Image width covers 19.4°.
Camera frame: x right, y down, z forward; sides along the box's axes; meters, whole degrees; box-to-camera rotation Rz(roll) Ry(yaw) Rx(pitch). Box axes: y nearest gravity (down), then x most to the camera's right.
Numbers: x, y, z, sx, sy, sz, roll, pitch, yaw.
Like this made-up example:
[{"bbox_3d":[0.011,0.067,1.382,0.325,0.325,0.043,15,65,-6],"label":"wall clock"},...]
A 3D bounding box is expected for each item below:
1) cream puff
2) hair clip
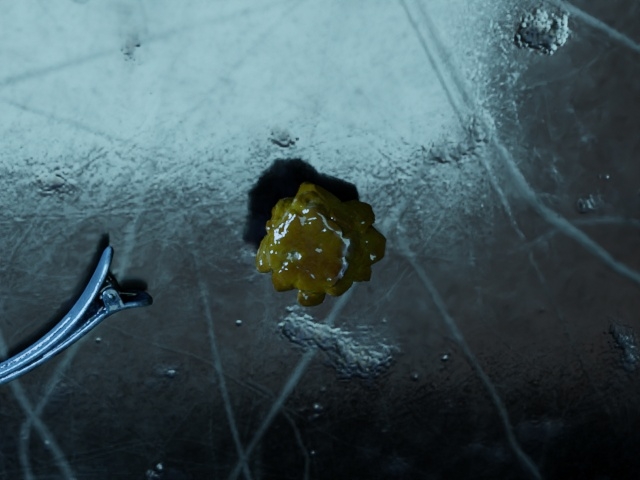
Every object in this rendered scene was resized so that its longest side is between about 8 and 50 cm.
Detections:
[{"bbox_3d":[0.000,0.000,1.782,0.122,0.094,0.116,-10,108,16],"label":"cream puff"},{"bbox_3d":[-0.270,0.098,1.784,0.229,0.039,0.070,-36,113,3],"label":"hair clip"}]
